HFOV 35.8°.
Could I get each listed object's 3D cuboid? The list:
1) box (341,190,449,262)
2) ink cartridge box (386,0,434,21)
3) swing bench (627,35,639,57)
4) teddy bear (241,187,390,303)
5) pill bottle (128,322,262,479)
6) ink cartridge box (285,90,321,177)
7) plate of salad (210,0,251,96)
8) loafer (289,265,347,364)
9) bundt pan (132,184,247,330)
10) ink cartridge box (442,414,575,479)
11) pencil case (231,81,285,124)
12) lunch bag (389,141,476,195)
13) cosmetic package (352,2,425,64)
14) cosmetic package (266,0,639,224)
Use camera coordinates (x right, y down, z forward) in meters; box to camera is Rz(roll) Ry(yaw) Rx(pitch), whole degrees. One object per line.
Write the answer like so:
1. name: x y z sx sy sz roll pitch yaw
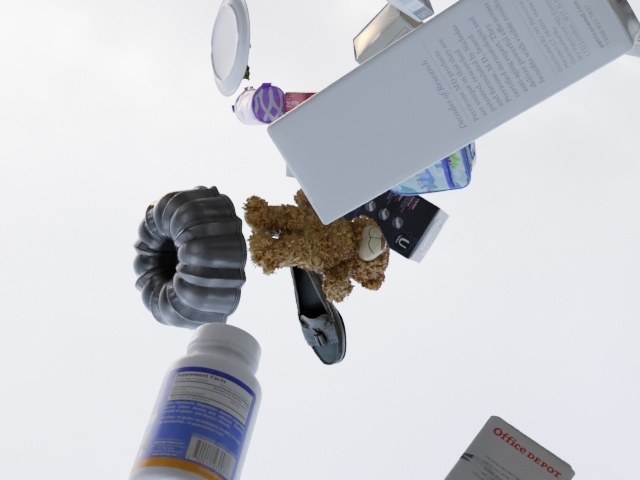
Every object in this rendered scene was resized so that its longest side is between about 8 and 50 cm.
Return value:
1. box: 0.144 -0.076 2.320 0.270 0.143 0.165 32 -175 16
2. ink cartridge box: 0.133 -0.525 1.845 0.206 0.045 0.208 -3 -111 -67
3. swing bench: 0.554 -0.446 1.766 0.253 0.255 0.165 14 -145 -14
4. teddy bear: 0.000 0.000 1.920 0.337 0.113 0.245 23 -141 -18
5. pill bottle: -0.171 0.261 1.449 0.152 0.152 0.272 19 -130 -5
6. ink cartridge box: -0.004 -0.215 2.015 0.127 0.175 0.072 -7 -168 -39
7. plate of salad: -0.163 -0.372 1.880 0.048 0.200 0.200 1 -147 -27
8. loafer: -0.018 0.138 2.066 0.096 0.268 0.084 -13 -176 23
9. bundt pan: -0.302 0.040 2.144 0.124 0.331 0.331 1 -147 -39
10. ink cartridge box: 0.269 0.409 1.545 0.160 0.093 0.219 34 -118 19
11. pencil case: -0.126 -0.286 2.094 0.086 0.088 0.206 -3 -172 -17
12. lunch bag: 0.178 -0.188 1.736 0.176 0.219 0.090 -2 -144 24
13. cosmetic package: 0.230 -0.400 2.286 0.296 0.153 0.129 37 -155 -24
14. cosmetic package: 0.178 -0.213 1.308 0.162 0.453 0.230 59 -153 -4
